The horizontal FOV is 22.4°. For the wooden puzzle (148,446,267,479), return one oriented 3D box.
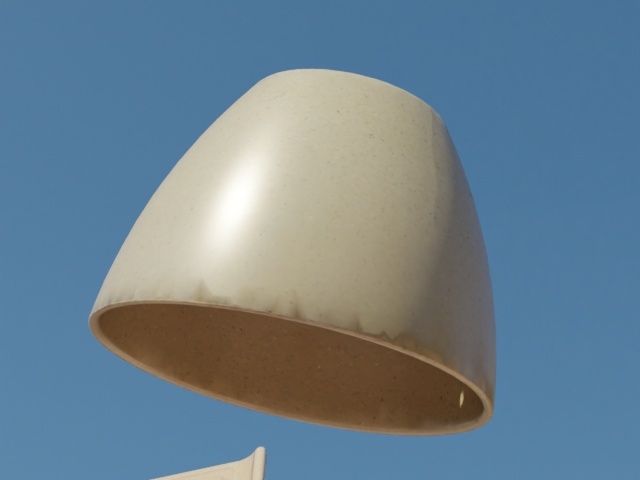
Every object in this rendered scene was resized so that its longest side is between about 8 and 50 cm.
[{"bbox_3d":[-0.219,0.387,1.831,0.348,0.322,0.080,-17,-66,10],"label":"wooden puzzle"}]

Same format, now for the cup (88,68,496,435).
[{"bbox_3d":[0.000,0.000,1.329,0.331,0.237,0.331,12,-18,4],"label":"cup"}]
